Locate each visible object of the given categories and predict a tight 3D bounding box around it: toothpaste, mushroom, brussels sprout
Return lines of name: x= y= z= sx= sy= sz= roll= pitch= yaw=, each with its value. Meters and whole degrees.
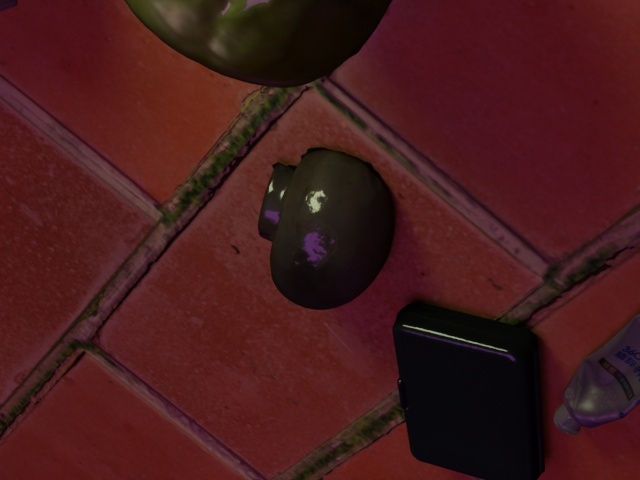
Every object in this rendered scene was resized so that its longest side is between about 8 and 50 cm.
toothpaste: x=0.320 y=0.116 z=1.495 sx=0.075 sy=0.048 sz=0.301 roll=39 pitch=139 yaw=1
mushroom: x=0.000 y=0.000 z=1.560 sx=0.141 sy=0.117 sz=0.188 roll=15 pitch=134 yaw=5
brussels sprout: x=-0.040 y=-0.262 z=1.179 sx=0.242 sy=0.274 sz=0.317 roll=20 pitch=141 yaw=29

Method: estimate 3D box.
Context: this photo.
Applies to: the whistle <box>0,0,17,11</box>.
whistle: x=-0.390 y=-0.313 z=1.475 sx=0.347 sy=0.189 sz=0.189 roll=13 pitch=138 yaw=45

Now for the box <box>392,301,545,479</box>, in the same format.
box: x=0.165 y=0.172 z=1.656 sx=0.160 sy=0.050 sz=0.230 roll=13 pitch=137 yaw=24
